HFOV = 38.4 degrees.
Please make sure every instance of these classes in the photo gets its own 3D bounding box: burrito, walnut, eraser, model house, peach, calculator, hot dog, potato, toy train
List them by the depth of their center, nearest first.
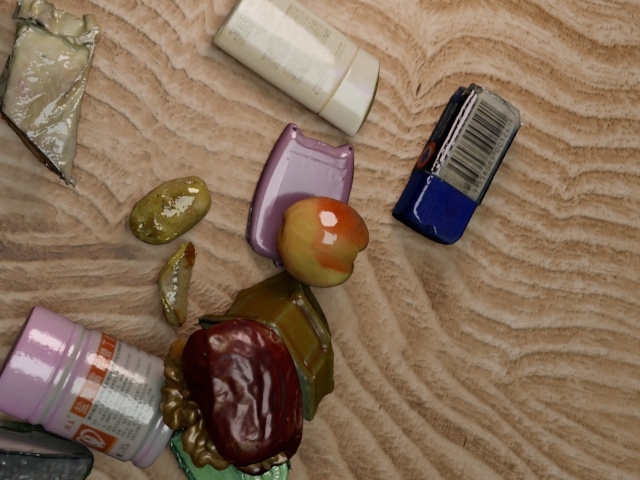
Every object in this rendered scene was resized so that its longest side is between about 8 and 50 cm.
[{"bbox_3d":[-0.153,0.281,1.609,0.243,0.222,0.269,-15,75,-19],"label":"walnut"},{"bbox_3d":[-0.577,0.474,1.623,0.271,0.190,0.301,18,95,-45],"label":"model house"},{"bbox_3d":[-0.514,-0.281,1.710,0.175,0.107,0.348,8,86,-1],"label":"burrito"},{"bbox_3d":[-0.180,0.413,1.788,0.188,0.159,0.272,-31,103,-10],"label":"toy train"},{"bbox_3d":[-0.291,-0.058,1.790,0.170,0.080,0.107,-30,111,-16],"label":"potato"},{"bbox_3d":[-0.287,0.082,1.796,0.061,0.078,0.169,8,86,23],"label":"hot dog"},{"bbox_3d":[0.000,0.000,1.798,0.184,0.184,0.184,0,90,-17],"label":"peach"},{"bbox_3d":[-0.065,0.193,1.828,0.268,0.173,0.239,60,37,-14],"label":"model house"},{"bbox_3d":[-0.038,-0.081,1.885,0.194,0.043,0.294,19,87,-17],"label":"calculator"},{"bbox_3d":[0.294,-0.160,1.958,0.155,0.101,0.332,31,83,-16],"label":"eraser"}]

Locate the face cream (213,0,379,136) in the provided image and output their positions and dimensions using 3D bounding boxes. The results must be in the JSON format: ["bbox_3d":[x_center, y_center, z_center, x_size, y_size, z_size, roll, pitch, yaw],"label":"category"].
[{"bbox_3d":[-0.031,-0.374,1.865,0.348,0.081,0.174,32,80,-15],"label":"face cream"}]

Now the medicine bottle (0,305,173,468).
[{"bbox_3d":[-0.421,0.270,1.685,0.315,0.202,0.202,26,83,-16],"label":"medicine bottle"}]
